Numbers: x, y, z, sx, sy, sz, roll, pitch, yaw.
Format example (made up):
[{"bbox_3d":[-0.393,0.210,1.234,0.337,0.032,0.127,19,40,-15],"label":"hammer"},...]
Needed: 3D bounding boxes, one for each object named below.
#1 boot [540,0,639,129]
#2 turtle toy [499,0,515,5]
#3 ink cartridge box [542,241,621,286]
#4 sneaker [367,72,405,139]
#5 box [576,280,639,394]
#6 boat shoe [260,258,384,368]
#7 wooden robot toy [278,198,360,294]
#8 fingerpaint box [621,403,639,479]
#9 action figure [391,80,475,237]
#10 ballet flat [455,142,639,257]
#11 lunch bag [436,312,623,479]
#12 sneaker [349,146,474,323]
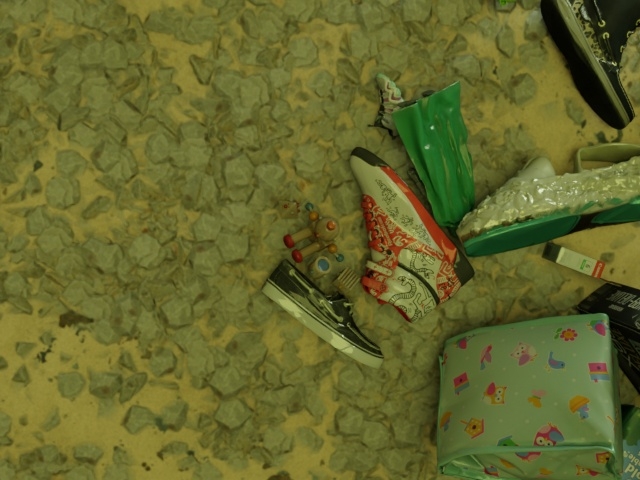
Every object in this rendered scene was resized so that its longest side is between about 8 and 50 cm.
[{"bbox_3d":[0.464,-0.309,1.344,0.179,0.085,0.236,-32,97,-5],"label":"boot"},{"bbox_3d":[0.284,-0.416,1.324,0.095,0.066,0.130,10,93,-7],"label":"turtle toy"},{"bbox_3d":[0.412,0.037,1.376,0.115,0.063,0.029,20,94,-8],"label":"ink cartridge box"},{"bbox_3d":[0.096,-0.198,1.335,0.069,0.038,0.098,-36,97,-3],"label":"sneaker"},{"bbox_3d":[0.540,0.212,1.315,0.076,0.242,0.307,-38,98,-2],"label":"box"},{"bbox_3d":[0.016,0.112,1.332,0.219,0.078,0.070,37,91,-6],"label":"boat shoe"},{"bbox_3d":[0.000,0.000,1.300,0.076,0.079,0.173,-29,86,-29],"label":"wooden robot toy"},{"bbox_3d":[0.508,0.526,1.311,0.445,0.163,0.371,40,79,2],"label":"fingerpaint box"},{"bbox_3d":[0.182,-0.108,1.332,0.137,0.063,0.232,-26,108,-24],"label":"action figure"},{"bbox_3d":[0.388,-0.073,1.349,0.409,0.147,0.146,-11,96,-8],"label":"ballet flat"},{"bbox_3d":[0.297,0.238,1.283,0.262,0.160,0.223,-7,53,22],"label":"lunch bag"},{"bbox_3d":[0.099,0.000,1.326,0.145,0.090,0.270,-42,100,-4],"label":"sneaker"}]
